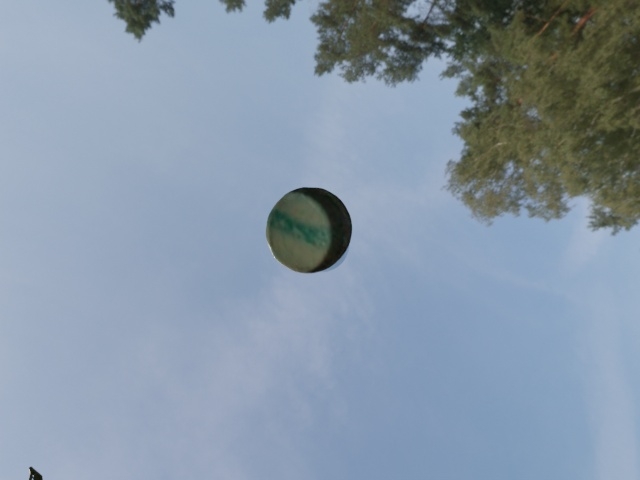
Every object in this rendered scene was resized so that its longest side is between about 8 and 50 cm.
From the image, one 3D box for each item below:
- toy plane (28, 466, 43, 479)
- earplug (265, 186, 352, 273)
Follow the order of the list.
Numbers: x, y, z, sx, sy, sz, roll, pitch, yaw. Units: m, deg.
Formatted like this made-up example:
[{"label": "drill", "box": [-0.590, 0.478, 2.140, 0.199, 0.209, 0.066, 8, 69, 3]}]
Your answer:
[{"label": "toy plane", "box": [-0.326, 0.366, 0.425, 0.226, 0.058, 0.226, 12, -120, 10]}, {"label": "earplug", "box": [0.000, 0.000, 1.024, 0.185, 0.324, 0.185, -1, -99, 9]}]
